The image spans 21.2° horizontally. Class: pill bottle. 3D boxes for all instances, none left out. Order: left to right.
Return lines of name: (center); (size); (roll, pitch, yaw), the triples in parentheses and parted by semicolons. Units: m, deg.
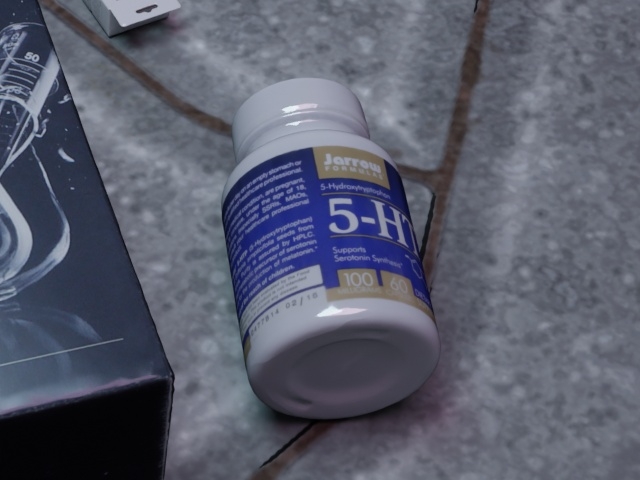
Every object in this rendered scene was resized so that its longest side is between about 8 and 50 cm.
pill bottle: (0.000, 0.000, 1.008); (0.112, 0.112, 0.187); (-4, 54, -11)

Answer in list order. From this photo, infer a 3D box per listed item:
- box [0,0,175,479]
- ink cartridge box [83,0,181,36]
box: (-0.287, 0.031, 0.899); (0.343, 0.179, 0.312); (-13, 55, -18)
ink cartridge box: (-0.135, -0.171, 1.168); (0.048, 0.028, 0.083); (-22, 59, -23)
